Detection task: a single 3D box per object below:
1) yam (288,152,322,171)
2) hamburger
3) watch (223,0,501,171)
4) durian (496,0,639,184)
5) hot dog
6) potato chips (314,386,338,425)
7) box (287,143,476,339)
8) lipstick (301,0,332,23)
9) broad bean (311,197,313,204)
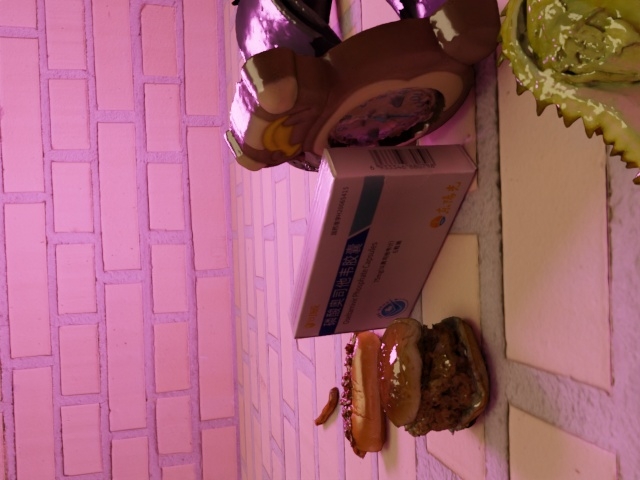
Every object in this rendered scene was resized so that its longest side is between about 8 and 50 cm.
[{"bbox_3d":[0.009,-0.220,1.085,0.271,0.203,0.201,-176,69,-73],"label":"yam"},{"bbox_3d":[0.135,0.183,0.793,0.184,0.132,0.159,102,163,-51],"label":"hamburger"},{"bbox_3d":[0.019,-0.290,0.768,0.314,0.336,0.326,126,129,-66],"label":"watch"},{"bbox_3d":[0.223,-0.180,0.487,0.132,0.107,0.374,131,131,-59],"label":"durian"},{"bbox_3d":[0.076,0.294,1.110,0.102,0.076,0.248,-178,86,-71],"label":"hot dog"},{"bbox_3d":[0.013,0.418,1.440,0.204,0.026,0.037,107,158,-51],"label":"potato chips"},{"bbox_3d":[0.073,0.014,0.860,0.343,0.200,0.065,104,155,-45],"label":"box"},{"bbox_3d":[-0.025,-0.438,1.251,0.081,0.081,0.299,157,123,-73],"label":"lipstick"},{"bbox_3d":[0.001,0.001,1.399,0.069,0.039,0.226,-160,68,-79],"label":"broad bean"}]
